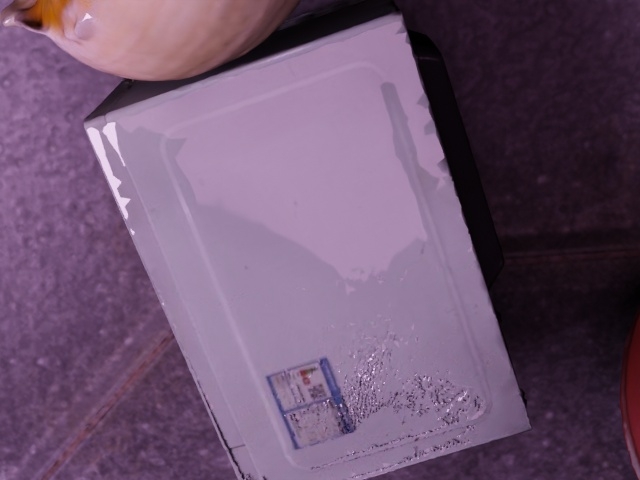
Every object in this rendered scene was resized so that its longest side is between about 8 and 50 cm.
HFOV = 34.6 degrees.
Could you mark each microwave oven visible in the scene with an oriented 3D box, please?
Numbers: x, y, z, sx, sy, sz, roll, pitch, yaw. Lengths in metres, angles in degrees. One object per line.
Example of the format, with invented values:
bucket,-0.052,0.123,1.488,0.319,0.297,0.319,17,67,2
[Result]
microwave oven,0.000,0.000,0.731,0.237,0.181,0.295,-18,108,6

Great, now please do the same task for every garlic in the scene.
garlic,-0.077,-0.250,0.605,0.249,0.286,0.313,34,118,10

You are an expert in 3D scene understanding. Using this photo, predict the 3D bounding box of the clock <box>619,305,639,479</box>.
clock,0.383,0.121,0.756,0.318,0.080,0.319,-1,71,4
